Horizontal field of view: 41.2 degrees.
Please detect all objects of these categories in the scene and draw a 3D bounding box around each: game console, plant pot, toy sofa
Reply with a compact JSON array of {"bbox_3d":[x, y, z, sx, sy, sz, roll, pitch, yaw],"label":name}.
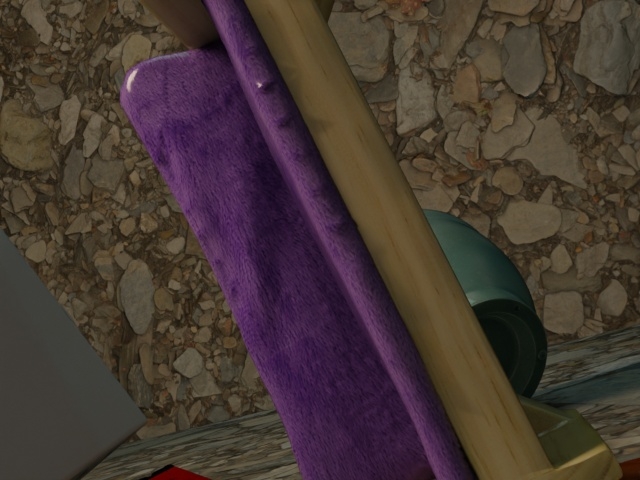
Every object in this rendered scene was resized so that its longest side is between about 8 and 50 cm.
[{"bbox_3d":[-0.195,0.321,0.998,0.124,0.085,0.144,16,1,13],"label":"game console"},{"bbox_3d":[0.158,0.123,1.077,0.293,0.293,0.196,-12,19,-21],"label":"plant pot"},{"bbox_3d":[0.000,0.000,0.486,0.177,0.362,0.150,-27,-8,6],"label":"toy sofa"}]

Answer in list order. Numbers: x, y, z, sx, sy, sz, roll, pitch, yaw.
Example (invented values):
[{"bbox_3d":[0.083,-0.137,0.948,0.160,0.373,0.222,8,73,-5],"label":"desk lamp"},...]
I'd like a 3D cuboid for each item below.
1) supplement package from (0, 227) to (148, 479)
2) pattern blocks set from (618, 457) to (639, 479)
[{"bbox_3d":[-0.303,0.146,0.564,0.198,0.199,0.262,-42,-6,36],"label":"supplement package"},{"bbox_3d":[0.149,0.157,0.439,0.325,0.026,0.285,-20,-9,42],"label":"pattern blocks set"}]
